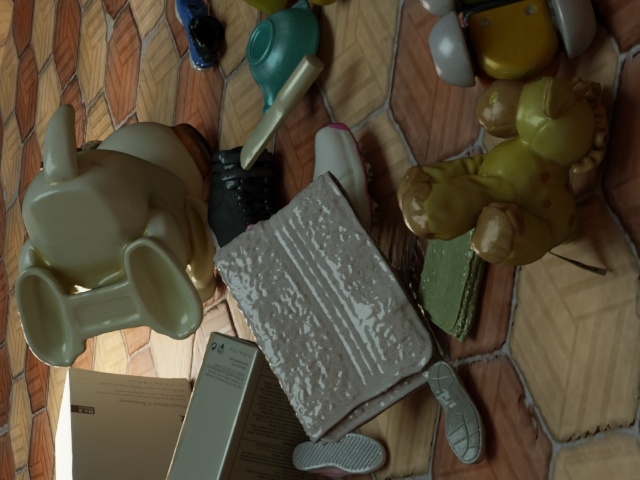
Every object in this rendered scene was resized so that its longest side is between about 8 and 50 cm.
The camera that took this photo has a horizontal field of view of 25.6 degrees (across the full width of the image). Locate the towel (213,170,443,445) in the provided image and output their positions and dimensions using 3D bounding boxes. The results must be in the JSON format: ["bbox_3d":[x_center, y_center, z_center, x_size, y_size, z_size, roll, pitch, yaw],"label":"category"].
[{"bbox_3d":[0.006,0.081,1.642,0.187,0.049,0.282,-35,71,10],"label":"towel"}]

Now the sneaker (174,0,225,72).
[{"bbox_3d":[-0.195,-0.358,2.287,0.084,0.058,0.152,134,129,-63],"label":"sneaker"}]

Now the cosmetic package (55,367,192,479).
[{"bbox_3d":[-0.300,0.371,2.206,0.385,0.217,0.156,-116,36,-61],"label":"cosmetic package"}]

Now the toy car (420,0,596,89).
[{"bbox_3d":[0.185,-0.221,1.398,0.136,0.159,0.182,59,-161,-64],"label":"toy car"}]

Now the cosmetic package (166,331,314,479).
[{"bbox_3d":[-0.097,0.288,1.813,0.113,0.160,0.310,15,86,50],"label":"cosmetic package"}]

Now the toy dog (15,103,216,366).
[{"bbox_3d":[-0.315,-0.043,2.197,0.395,0.284,0.408,62,-160,-15],"label":"toy dog"}]

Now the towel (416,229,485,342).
[{"bbox_3d":[0.148,0.030,1.561,0.110,0.027,0.148,-142,56,-61],"label":"towel"}]

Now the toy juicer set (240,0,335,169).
[{"bbox_3d":[-0.027,-0.272,1.905,0.209,0.089,0.329,-34,48,45],"label":"toy juicer set"}]

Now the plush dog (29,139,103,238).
[{"bbox_3d":[-0.386,-0.075,2.537,0.210,0.262,0.225,-22,75,27],"label":"plush dog"}]

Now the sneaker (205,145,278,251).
[{"bbox_3d":[-0.100,-0.053,2.004,0.296,0.104,0.147,-140,51,-65],"label":"sneaker"}]

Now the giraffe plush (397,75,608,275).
[{"bbox_3d":[0.190,-0.077,1.307,0.181,0.210,0.171,-86,11,-74],"label":"giraffe plush"}]

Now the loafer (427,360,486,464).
[{"bbox_3d":[0.156,0.188,1.531,0.045,0.039,0.125,-34,54,20],"label":"loafer"}]

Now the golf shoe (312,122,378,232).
[{"bbox_3d":[0.000,0.000,1.735,0.115,0.140,0.306,118,148,-71],"label":"golf shoe"}]

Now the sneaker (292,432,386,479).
[{"bbox_3d":[0.037,0.272,1.766,0.134,0.070,0.051,-9,69,35],"label":"sneaker"}]
